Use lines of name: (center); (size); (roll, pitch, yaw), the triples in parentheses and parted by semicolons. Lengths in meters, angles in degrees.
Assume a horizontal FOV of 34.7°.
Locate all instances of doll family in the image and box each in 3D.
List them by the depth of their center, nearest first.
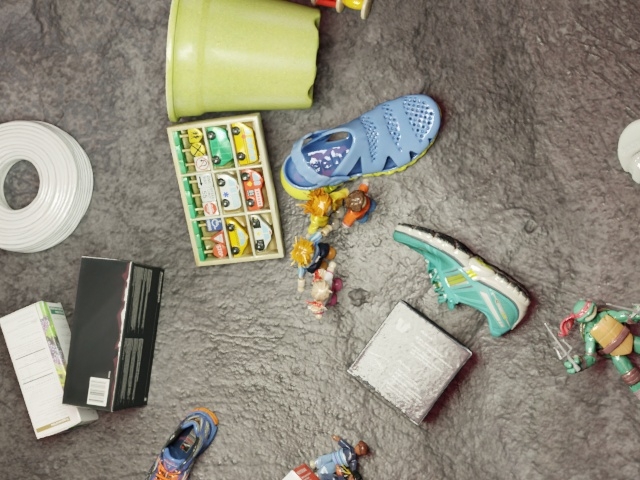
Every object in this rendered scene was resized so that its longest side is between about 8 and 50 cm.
doll family: (0.055, 0.436, 1.794); (0.111, 0.076, 0.193); (-31, 84, 25)
doll family: (0.000, 0.000, 1.805); (0.118, 0.163, 0.263); (20, 88, 11)

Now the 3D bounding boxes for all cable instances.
cable: (-0.568, -0.107, 1.949); (0.257, 0.089, 0.257); (42, 92, 11)

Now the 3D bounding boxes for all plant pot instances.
plant pot: (-0.131, -0.336, 1.832); (0.254, 0.276, 0.276); (6, 85, -2)

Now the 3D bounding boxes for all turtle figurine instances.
turtle figurine: (0.500, 0.167, 1.729); (0.234, 0.118, 0.175); (40, 106, -4)

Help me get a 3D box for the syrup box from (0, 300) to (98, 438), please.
syrup box: (-0.503, 0.240, 1.900); (0.096, 0.093, 0.237); (-22, 81, 6)

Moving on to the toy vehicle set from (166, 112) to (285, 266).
toy vehicle set: (-0.168, -0.090, 1.852); (0.166, 0.035, 0.267); (-7, 108, 9)

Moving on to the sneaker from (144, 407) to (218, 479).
sneaker: (-0.268, 0.402, 1.846); (0.083, 0.087, 0.221); (25, 89, 12)

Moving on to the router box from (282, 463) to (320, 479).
router box: (-0.047, 0.605, 1.735); (0.335, 0.082, 0.301); (-46, 77, 8)

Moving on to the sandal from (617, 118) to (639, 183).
sandal: (0.694, -0.073, 1.724); (0.416, 0.169, 0.102); (45, 52, 11)

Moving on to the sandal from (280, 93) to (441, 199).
sandal: (0.070, -0.169, 1.827); (0.317, 0.138, 0.126); (-27, 78, 4)

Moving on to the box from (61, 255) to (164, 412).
box: (-0.369, 0.167, 1.839); (0.103, 0.184, 0.261); (6, 85, 12)

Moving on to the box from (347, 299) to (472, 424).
box: (0.159, 0.212, 1.792); (0.156, 0.093, 0.158); (37, 92, 11)

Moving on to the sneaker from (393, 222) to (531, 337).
sneaker: (0.234, 0.063, 1.795); (0.275, 0.107, 0.110); (37, 100, 11)

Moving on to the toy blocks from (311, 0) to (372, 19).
toy blocks: (0.032, -0.489, 1.907); (0.148, 0.054, 0.123); (18, 88, 11)
